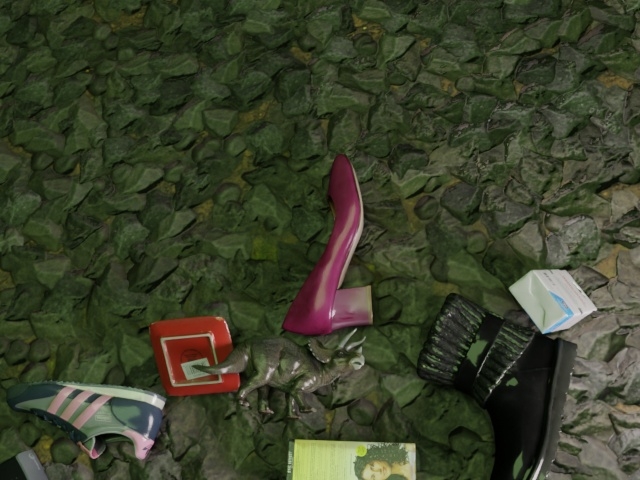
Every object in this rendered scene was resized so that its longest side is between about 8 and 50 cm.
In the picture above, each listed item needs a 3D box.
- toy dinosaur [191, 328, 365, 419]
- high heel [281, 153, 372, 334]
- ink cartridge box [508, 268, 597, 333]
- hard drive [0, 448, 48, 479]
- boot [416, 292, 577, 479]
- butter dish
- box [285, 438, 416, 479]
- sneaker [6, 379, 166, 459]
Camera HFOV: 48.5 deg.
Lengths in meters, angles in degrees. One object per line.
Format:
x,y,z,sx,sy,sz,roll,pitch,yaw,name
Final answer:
-0.080,0.242,1.334,0.313,0.121,0.160,8,64,-5,toy dinosaur
0.000,0.000,1.433,0.181,0.127,0.377,-5,66,1,high heel
0.437,0.111,1.326,0.060,0.180,0.104,-46,63,27,ink cartridge box
-0.572,0.537,1.320,0.172,0.054,0.255,-30,66,-5,hard drive
0.286,0.282,1.263,0.260,0.131,0.348,20,60,9,boot
-0.233,0.209,1.387,0.160,0.118,0.160,-7,105,11,butter dish
0.056,0.408,1.284,0.232,0.058,0.087,-2,66,8,box
-0.462,0.344,1.358,0.318,0.112,0.131,1,64,10,sneaker
